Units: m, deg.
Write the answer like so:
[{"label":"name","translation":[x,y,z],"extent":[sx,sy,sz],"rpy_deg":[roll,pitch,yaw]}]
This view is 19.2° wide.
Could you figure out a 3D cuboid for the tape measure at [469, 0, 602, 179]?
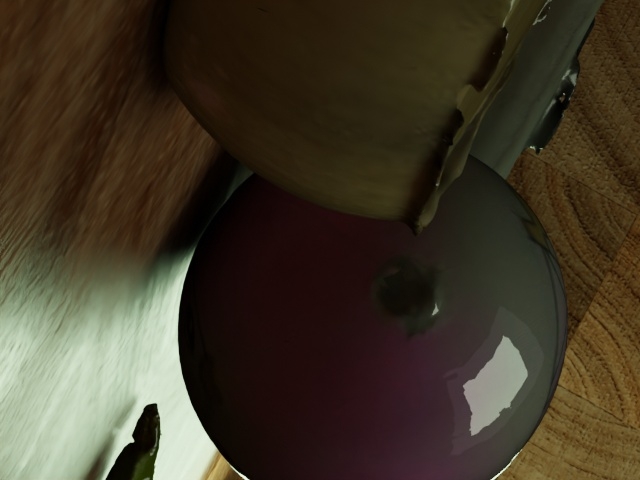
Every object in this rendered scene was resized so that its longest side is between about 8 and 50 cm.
[{"label":"tape measure","translation":[0.097,-0.131,1.067],"extent":[0.265,0.130,0.258],"rpy_deg":[-56,172,-50]}]

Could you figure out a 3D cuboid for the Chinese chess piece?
[{"label":"Chinese chess piece","translation":[0.049,-0.129,0.626],"extent":[0.257,0.104,0.257],"rpy_deg":[-60,176,-7]}]

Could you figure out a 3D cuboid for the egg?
[{"label":"egg","translation":[0.025,0.049,0.949],"extent":[0.196,0.196,0.271],"rpy_deg":[-59,167,-14]}]

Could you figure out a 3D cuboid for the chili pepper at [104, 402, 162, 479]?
[{"label":"chili pepper","translation":[-0.127,0.182,1.140],"extent":[0.049,0.043,0.208],"rpy_deg":[-38,161,-44]}]
